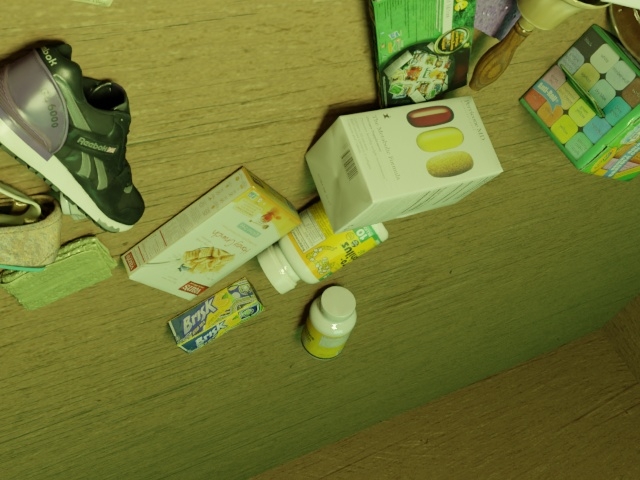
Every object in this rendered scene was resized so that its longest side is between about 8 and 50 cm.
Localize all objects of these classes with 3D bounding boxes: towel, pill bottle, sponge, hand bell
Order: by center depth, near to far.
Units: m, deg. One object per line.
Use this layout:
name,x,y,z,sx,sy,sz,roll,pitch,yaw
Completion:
sponge,0.232,-0.339,0.976,0.210,0.031,0.117,4,137,-48
hand bell,0.271,-0.283,0.993,0.126,0.126,0.242,-15,161,-27
towel,-0.371,0.046,1.049,0.148,0.027,0.110,-26,154,-10
pill bottle,0.000,0.000,1.241,0.208,0.118,0.117,-32,154,4
pill bottle,0.020,0.177,1.589,0.103,0.103,0.184,-17,151,-23

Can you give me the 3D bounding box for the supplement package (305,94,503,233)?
supplement package,0.126,-0.117,1.110,0.244,0.139,0.134,-15,168,-29

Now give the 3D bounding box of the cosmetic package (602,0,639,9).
cosmetic package,0.347,-0.373,0.813,0.224,0.225,0.138,-7,146,-40

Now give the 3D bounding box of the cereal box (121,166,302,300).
cereal box,-0.165,-0.002,1.148,0.240,0.047,0.173,-35,153,11

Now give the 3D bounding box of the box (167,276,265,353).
box,-0.192,0.139,1.356,0.168,0.059,0.054,-30,152,1

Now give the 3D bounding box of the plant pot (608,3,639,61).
plant pot,0.564,-0.373,1.122,0.165,0.167,0.167,-33,155,-10

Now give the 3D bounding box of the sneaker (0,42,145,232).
sneaker,-0.249,-0.106,0.826,0.124,0.107,0.283,-36,154,-1

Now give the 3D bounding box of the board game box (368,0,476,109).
board game box,0.136,-0.262,0.971,0.136,0.030,0.260,-17,159,1

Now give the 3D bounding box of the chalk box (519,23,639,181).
chalk box,0.487,-0.231,1.260,0.288,0.180,0.179,3,139,-46

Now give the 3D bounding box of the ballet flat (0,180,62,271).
ballet flat,-0.425,-0.030,0.804,0.316,0.107,0.106,3,119,-55

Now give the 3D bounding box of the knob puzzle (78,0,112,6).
knob puzzle,-0.219,-0.286,0.616,0.213,0.030,0.213,-23,153,-13

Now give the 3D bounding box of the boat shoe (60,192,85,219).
boat shoe,-0.300,-0.046,0.919,0.035,0.035,0.100,-6,169,-7
